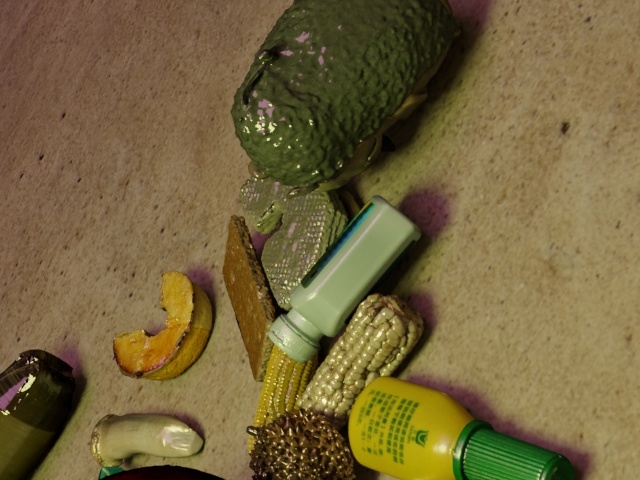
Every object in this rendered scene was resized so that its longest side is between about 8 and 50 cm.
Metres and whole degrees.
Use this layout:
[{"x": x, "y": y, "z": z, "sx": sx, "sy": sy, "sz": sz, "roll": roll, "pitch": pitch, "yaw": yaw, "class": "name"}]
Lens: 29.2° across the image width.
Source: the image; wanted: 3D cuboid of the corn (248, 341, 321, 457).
[{"x": -0.044, "y": 0.200, "z": 1.610, "sx": 0.072, "sy": 0.072, "sz": 0.203, "roll": -5, "pitch": 66, "yaw": 48, "class": "corn"}]

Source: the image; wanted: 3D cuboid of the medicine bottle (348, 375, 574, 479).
[{"x": 0.147, "y": 0.229, "z": 1.363, "sx": 0.309, "sy": 0.076, "sz": 0.111, "roll": 10, "pitch": 88, "yaw": 52, "class": "medicine bottle"}]

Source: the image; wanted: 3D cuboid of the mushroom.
[{"x": -0.258, "y": 0.293, "z": 1.812, "sx": 0.209, "sy": 0.071, "sz": 0.084, "roll": -10, "pitch": 32, "yaw": 42, "class": "mushroom"}]

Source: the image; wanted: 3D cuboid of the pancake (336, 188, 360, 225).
[{"x": 0.000, "y": 0.000, "z": 1.709, "sx": 0.158, "sy": 0.028, "sz": 0.158, "roll": -26, "pitch": 52, "yaw": 39, "class": "pancake"}]

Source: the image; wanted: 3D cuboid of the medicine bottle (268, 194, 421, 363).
[{"x": 0.028, "y": 0.051, "z": 1.556, "sx": 0.229, "sy": 0.083, "sz": 0.121, "roll": -49, "pitch": 2, "yaw": 3, "class": "medicine bottle"}]

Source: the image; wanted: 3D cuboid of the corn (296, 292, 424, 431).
[{"x": 0.043, "y": 0.157, "z": 1.520, "sx": 0.211, "sy": 0.087, "sz": 0.087, "roll": -54, "pitch": 38, "yaw": 15, "class": "corn"}]

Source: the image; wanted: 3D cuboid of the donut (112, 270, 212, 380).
[{"x": -0.230, "y": 0.142, "z": 1.865, "sx": 0.181, "sy": 0.078, "sz": 0.146, "roll": -52, "pitch": 40, "yaw": 5, "class": "donut"}]

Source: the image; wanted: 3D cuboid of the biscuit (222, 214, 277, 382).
[{"x": -0.100, "y": 0.079, "z": 1.737, "sx": 0.230, "sy": 0.025, "sz": 0.131, "roll": -111, "pitch": 25, "yaw": -43, "class": "biscuit"}]

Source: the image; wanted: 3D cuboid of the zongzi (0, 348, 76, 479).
[{"x": -0.553, "y": 0.284, "z": 2.113, "sx": 0.289, "sy": 0.154, "sz": 0.317, "roll": -53, "pitch": 32, "yaw": 1, "class": "zongzi"}]

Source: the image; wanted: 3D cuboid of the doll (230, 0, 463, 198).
[{"x": 0.028, "y": -0.208, "z": 1.612, "sx": 0.247, "sy": 0.247, "sz": 0.349, "roll": 3, "pitch": 44, "yaw": 50, "class": "doll"}]

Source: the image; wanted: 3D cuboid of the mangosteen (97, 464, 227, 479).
[{"x": -0.184, "y": 0.474, "z": 1.388, "sx": 0.381, "sy": 0.381, "sz": 0.421, "roll": 40, "pitch": 114, "yaw": 52, "class": "mangosteen"}]

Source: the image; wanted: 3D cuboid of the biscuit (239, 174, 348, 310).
[{"x": -0.036, "y": -0.031, "z": 1.707, "sx": 0.147, "sy": 0.046, "sz": 0.250, "roll": -44, "pitch": 44, "yaw": 23, "class": "biscuit"}]

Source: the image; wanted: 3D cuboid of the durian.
[{"x": -0.039, "y": 0.282, "z": 1.492, "sx": 0.188, "sy": 0.091, "sz": 0.148, "roll": 37, "pitch": 128, "yaw": 38, "class": "durian"}]

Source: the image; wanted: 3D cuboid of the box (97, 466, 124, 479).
[{"x": -0.272, "y": 0.441, "z": 1.741, "sx": 0.226, "sy": 0.042, "sz": 0.160, "roll": 29, "pitch": 105, "yaw": 53, "class": "box"}]
